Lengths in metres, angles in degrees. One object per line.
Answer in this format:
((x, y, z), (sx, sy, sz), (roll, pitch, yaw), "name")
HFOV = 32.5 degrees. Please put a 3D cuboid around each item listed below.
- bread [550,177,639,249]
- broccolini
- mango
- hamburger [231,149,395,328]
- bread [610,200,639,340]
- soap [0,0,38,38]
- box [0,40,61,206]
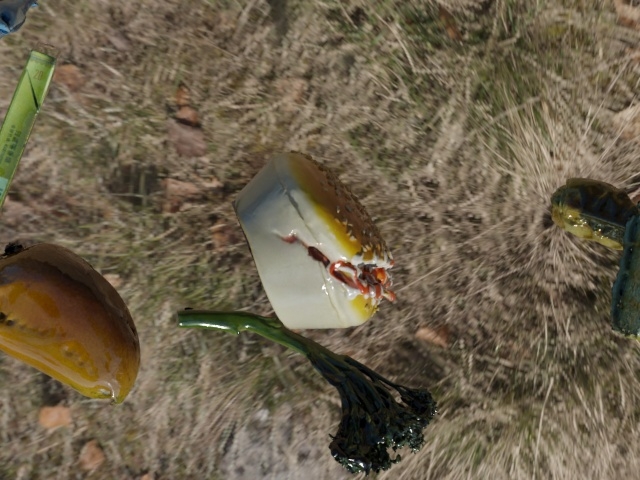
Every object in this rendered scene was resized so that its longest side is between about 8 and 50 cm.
((0.309, -0.032, 1.217), (0.110, 0.060, 0.066), (21, 113, 15), "bread")
((-0.026, 0.139, 1.032), (0.272, 0.123, 0.062), (24, 122, 8), "broccolini")
((-0.164, 0.052, 0.703), (0.127, 0.063, 0.077), (39, 80, 7), "mango")
((0.000, 0.000, 1.352), (0.152, 0.295, 0.227), (-26, 88, 10), "hamburger")
((0.367, 0.031, 1.109), (0.110, 0.103, 0.156), (13, 97, -4), "bread")
((-0.408, -0.175, 1.016), (0.293, 0.156, 0.077), (-20, 111, 9), "soap")
((-0.454, -0.136, 1.607), (0.043, 0.173, 0.311), (21, 99, -15), "box")
